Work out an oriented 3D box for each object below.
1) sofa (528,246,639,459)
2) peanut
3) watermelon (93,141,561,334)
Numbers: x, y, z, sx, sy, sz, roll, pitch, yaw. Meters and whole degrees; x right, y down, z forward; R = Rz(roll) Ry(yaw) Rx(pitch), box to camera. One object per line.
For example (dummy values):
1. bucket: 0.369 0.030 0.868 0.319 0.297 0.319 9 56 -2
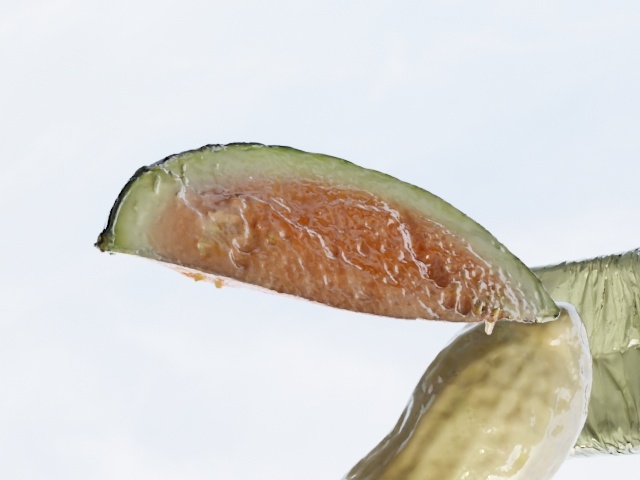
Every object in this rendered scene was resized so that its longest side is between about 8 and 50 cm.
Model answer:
1. sofa: 0.284 0.093 1.201 0.176 0.210 0.225 -3 172 -6
2. peanut: 0.086 0.148 0.868 0.256 0.123 0.123 -55 -148 -4
3. watermelon: -0.002 0.006 0.681 0.063 0.245 0.119 -67 -154 25
